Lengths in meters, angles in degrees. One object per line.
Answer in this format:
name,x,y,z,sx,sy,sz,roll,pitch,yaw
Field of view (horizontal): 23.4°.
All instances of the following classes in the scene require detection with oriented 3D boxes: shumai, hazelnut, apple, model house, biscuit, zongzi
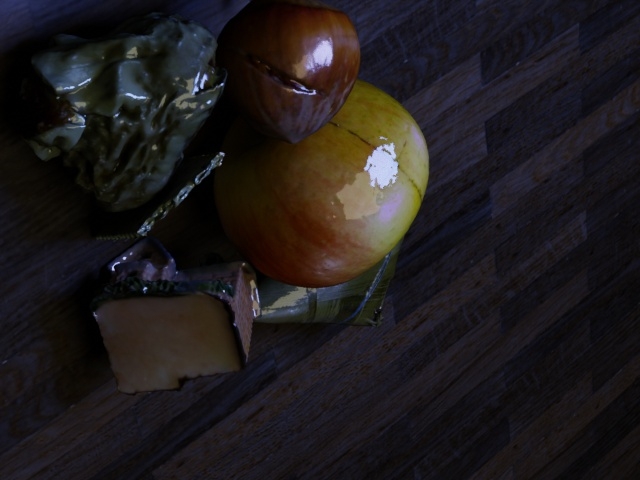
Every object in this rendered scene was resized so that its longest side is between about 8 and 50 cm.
shumai,-0.248,-0.165,1.785,0.218,0.189,0.256,12,125,-33
hazelnut,-0.048,-0.208,1.828,0.182,0.182,0.182,-25,126,-39
apple,-0.002,-0.082,1.997,0.233,0.286,0.286,35,82,-28
model house,-0.177,0.078,1.974,0.172,0.183,0.166,-79,162,-55
biscuit,-0.200,-0.050,1.869,0.016,0.203,0.144,48,71,-17
zongzi,0.000,0.000,2.168,0.274,0.125,0.250,2,108,-43
